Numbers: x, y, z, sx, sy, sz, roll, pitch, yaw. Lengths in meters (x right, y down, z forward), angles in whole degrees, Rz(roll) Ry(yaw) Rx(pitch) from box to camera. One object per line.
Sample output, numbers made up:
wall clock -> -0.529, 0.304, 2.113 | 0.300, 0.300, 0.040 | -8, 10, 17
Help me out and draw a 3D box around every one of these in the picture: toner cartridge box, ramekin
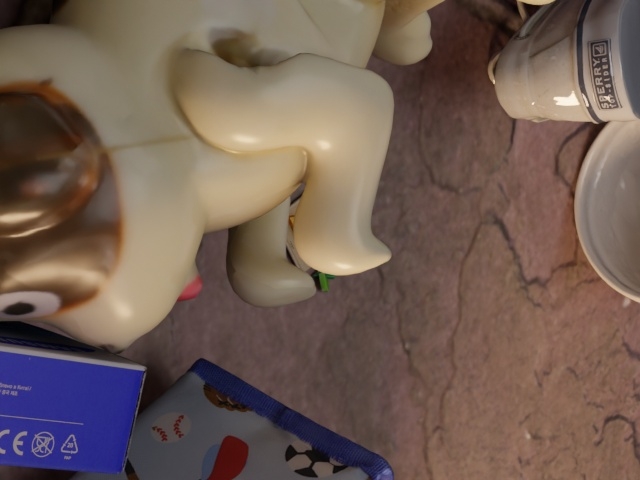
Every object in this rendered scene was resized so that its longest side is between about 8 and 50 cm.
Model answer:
toner cartridge box -> -0.294, 0.074, 0.916 | 0.347, 0.165, 0.075 | 13, 90, -42
ramekin -> 0.349, -0.031, 1.418 | 0.109, 0.207, 0.207 | 20, 86, -50

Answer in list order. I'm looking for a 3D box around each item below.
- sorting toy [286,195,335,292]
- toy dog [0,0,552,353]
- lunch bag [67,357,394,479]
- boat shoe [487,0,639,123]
sorting toy -> 0.000, 0.000, 1.248 | 0.062, 0.012, 0.083 | -41, 122, -27
toy dog -> -0.097, -0.116, 0.977 | 0.395, 0.284, 0.408 | 47, 68, -22
lunch bag -> -0.080, 0.347, 1.115 | 0.328, 0.239, 0.385 | -39, 137, -29
boat shoe -> 0.220, -0.173, 1.327 | 0.367, 0.156, 0.136 | -48, 128, -59
